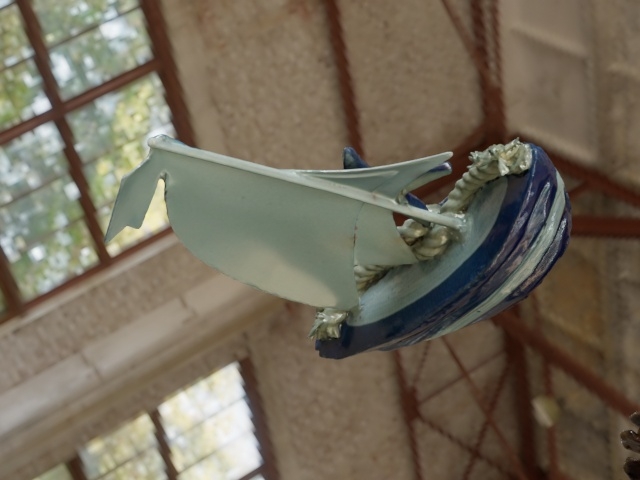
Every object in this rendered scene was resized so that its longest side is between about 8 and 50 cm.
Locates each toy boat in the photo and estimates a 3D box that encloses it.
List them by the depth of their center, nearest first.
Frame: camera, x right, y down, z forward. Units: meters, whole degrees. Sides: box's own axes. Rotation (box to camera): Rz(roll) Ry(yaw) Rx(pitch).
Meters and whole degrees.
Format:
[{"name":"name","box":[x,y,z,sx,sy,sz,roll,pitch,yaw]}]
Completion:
[{"name":"toy boat","box":[0.028,-0.012,0.880,0.291,0.210,0.070,36,33,-49]}]

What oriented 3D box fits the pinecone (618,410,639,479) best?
[{"name":"pinecone","box":[0.310,0.166,1.115,0.179,0.195,0.150,58,6,2]}]
